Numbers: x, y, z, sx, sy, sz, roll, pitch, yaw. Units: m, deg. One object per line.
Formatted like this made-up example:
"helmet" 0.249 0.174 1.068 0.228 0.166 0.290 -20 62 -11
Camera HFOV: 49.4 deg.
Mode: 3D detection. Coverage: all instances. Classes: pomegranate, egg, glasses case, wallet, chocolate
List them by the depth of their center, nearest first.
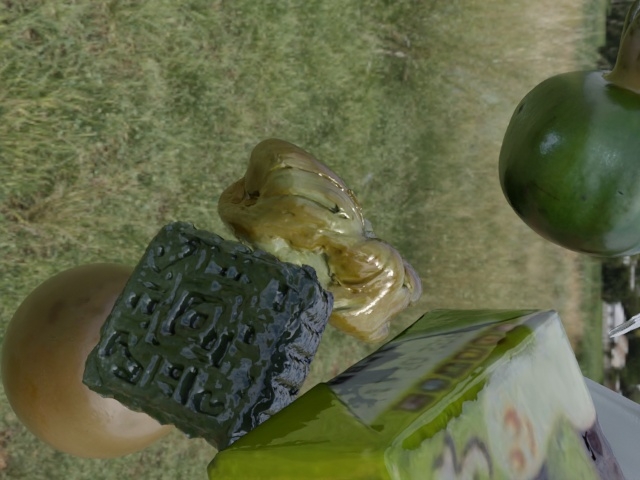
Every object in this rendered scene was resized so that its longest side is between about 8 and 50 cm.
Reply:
"chocolate" 0.110 0.215 0.483 0.288 0.137 0.301 -21 87 -49
"pomegranate" 0.263 -0.096 0.623 0.187 0.187 0.225 -50 160 -55
"wallet" 0.373 0.092 0.812 0.083 0.044 0.011 -12 65 -34
"glasses case" 0.405 0.279 0.881 0.128 0.308 0.083 -58 171 -23
"egg" -0.348 0.183 1.110 0.301 0.374 0.301 -4 97 -33

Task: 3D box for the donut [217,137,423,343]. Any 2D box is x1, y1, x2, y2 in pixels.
"donut" 0.000 0.000 1.048 0.170 0.360 0.360 -48 151 1

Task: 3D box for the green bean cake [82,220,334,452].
"green bean cake" -0.099 0.083 0.617 0.173 0.181 0.094 -64 160 -14
